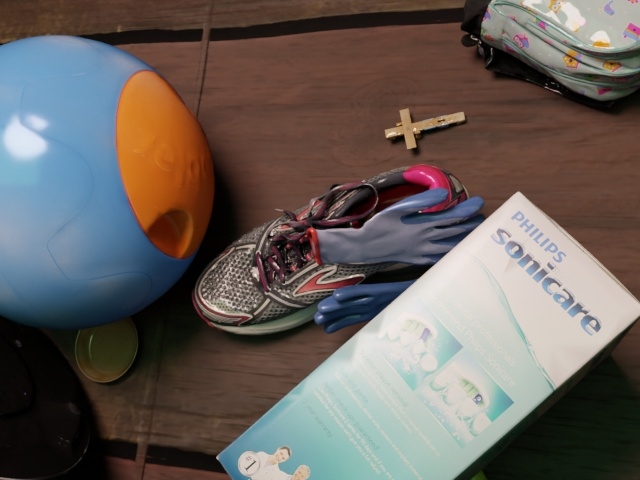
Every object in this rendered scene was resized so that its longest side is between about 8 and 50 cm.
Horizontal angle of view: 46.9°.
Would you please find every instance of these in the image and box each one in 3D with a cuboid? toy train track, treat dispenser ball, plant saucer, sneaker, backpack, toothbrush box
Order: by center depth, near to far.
[{"bbox_3d":[0.095,0.129,0.600,0.295,0.216,0.126,-42,68,-1],"label":"toothbrush box"},{"bbox_3d":[0.241,-0.212,0.698,0.182,0.115,0.152,41,90,20],"label":"backpack"},{"bbox_3d":[0.000,0.000,0.733,0.299,0.112,0.121,-25,70,13],"label":"sneaker"},{"bbox_3d":[-0.251,-0.056,0.738,0.288,0.288,0.288,-5,76,18],"label":"treat dispenser ball"},{"bbox_3d":[0.110,-0.119,0.777,0.083,0.014,0.048,-12,66,10],"label":"toy train track"},{"bbox_3d":[-0.240,0.119,0.839,0.083,0.015,0.083,-5,75,18],"label":"plant saucer"}]

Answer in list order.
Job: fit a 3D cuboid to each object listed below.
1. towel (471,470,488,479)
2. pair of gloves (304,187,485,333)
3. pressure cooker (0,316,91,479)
[{"bbox_3d":[0.133,0.285,0.669,0.102,0.021,0.237,-30,68,5],"label":"towel"},{"bbox_3d":[0.068,0.027,0.672,0.159,0.198,0.023,-9,52,-3],"label":"pair of gloves"},{"bbox_3d":[-0.482,0.251,0.709,0.420,0.375,0.370,-47,29,4],"label":"pressure cooker"}]
